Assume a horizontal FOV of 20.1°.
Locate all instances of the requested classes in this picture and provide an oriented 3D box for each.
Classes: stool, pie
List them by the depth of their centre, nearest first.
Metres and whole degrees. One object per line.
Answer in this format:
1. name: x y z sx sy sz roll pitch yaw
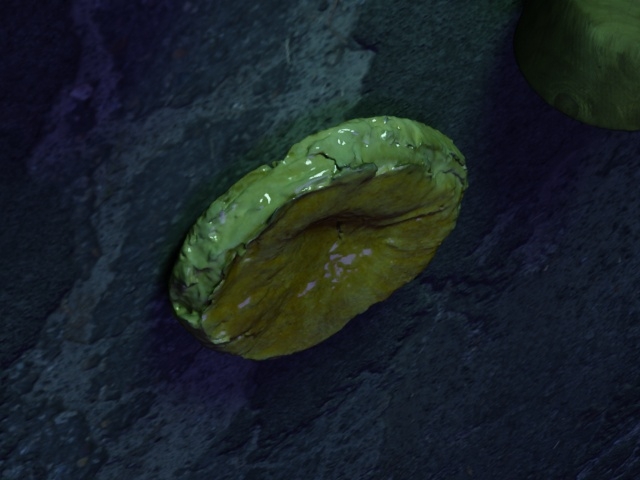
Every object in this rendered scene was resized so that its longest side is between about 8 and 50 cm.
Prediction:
1. stool: 0.294 -0.248 1.629 0.179 0.179 0.264 -20 149 -28
2. pie: 0.000 0.000 1.799 0.339 0.083 0.339 -28 155 -15
